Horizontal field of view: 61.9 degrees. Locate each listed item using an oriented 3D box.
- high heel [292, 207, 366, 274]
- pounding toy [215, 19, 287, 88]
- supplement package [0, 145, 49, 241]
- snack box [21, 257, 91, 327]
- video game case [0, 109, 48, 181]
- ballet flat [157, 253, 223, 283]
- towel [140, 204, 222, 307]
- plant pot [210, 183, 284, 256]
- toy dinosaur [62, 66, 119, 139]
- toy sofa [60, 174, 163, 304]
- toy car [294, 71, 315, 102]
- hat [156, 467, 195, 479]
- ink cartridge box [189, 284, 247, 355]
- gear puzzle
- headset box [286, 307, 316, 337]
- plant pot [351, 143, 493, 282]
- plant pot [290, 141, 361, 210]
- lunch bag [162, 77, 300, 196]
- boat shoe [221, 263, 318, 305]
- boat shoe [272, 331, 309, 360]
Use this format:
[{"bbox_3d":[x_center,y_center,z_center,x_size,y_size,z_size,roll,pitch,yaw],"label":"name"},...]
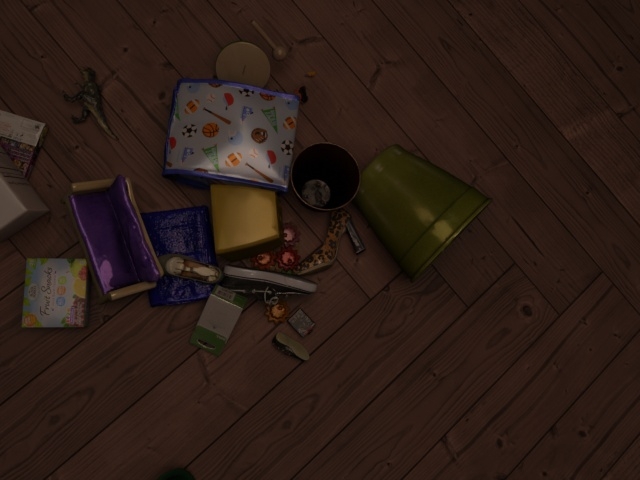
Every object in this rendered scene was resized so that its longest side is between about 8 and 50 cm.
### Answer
[{"bbox_3d":[0.000,0.000,1.779,0.261,0.093,0.186,-23,75,-11],"label":"high heel"},{"bbox_3d":[-0.246,-0.617,1.807,0.237,0.110,0.183,-39,124,20],"label":"pounding toy"},{"bbox_3d":[-0.974,-0.156,1.541,0.178,0.175,0.293,-35,97,-4],"label":"supplement package"},{"bbox_3d":[-0.791,0.159,1.608,0.175,0.070,0.207,2,80,-10],"label":"snack box"},{"bbox_3d":[-1.000,-0.299,1.657,0.232,0.042,0.210,16,79,-7],"label":"video game case"},{"bbox_3d":[-0.399,0.083,1.620,0.213,0.068,0.072,13,81,-6],"label":"ballet flat"},{"bbox_3d":[-0.444,0.046,1.686,0.228,0.076,0.308,-9,83,-12],"label":"towel"},{"bbox_3d":[-0.216,-0.058,1.652,0.187,0.212,0.212,-7,81,3],"label":"plant pot"},{"bbox_3d":[-0.753,-0.439,1.719,0.118,0.064,0.268,-19,88,-19],"label":"toy dinosaur"},{"bbox_3d":[-0.621,-0.006,1.587,0.150,0.177,0.362,-17,84,-45],"label":"toy sofa"},{"bbox_3d":[-0.054,-0.539,1.883,0.041,0.060,0.122,8,54,34],"label":"toy car"},{"bbox_3d":[-0.500,0.777,1.585,0.208,0.184,0.172,-18,91,-54],"label":"hat"},{"bbox_3d":[-0.319,0.249,1.661,0.109,0.062,0.209,26,116,-5],"label":"ink cartridge box"},{"bbox_3d":[-0.151,0.104,1.746,0.176,0.044,0.338,1,81,-10],"label":"gear puzzle"},{"bbox_3d":[-0.060,0.271,1.742,0.083,0.032,0.062,46,77,-2],"label":"headset box"},{"bbox_3d":[0.296,-0.116,1.732,0.366,0.366,0.353,-42,79,-14],"label":"plant pot"},{"bbox_3d":[0.001,-0.178,1.723,0.216,0.230,0.215,1,81,-8],"label":"plant pot"},{"bbox_3d":[-0.288,-0.319,1.696,0.386,0.239,0.327,8,81,-17],"label":"lunch bag"},{"bbox_3d":[-0.163,0.149,1.667,0.306,0.113,0.104,9,91,3],"label":"boat shoe"},{"bbox_3d":[-0.095,0.348,1.720,0.133,0.042,0.049,35,35,-6],"label":"boat shoe"}]
